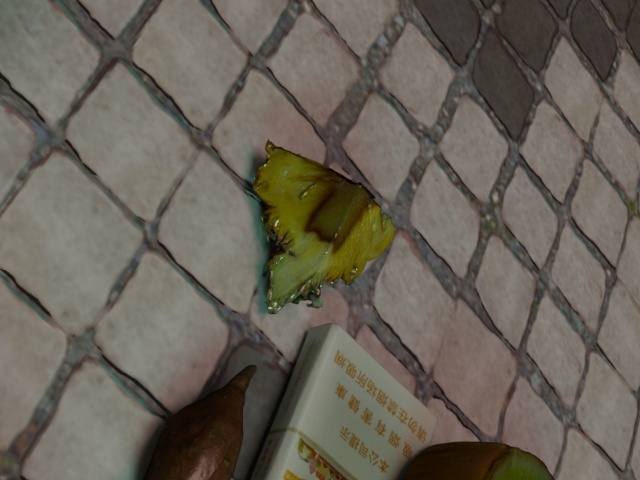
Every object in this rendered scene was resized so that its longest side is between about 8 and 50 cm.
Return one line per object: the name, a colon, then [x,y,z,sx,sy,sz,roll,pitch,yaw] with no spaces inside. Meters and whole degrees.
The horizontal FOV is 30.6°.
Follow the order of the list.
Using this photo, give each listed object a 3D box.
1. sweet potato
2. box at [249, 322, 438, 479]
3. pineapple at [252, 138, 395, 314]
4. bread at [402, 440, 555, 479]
sweet potato: [-0.064,0.115,0.674,0.049,0.049,0.117,51,48,-23]
box: [0.003,0.174,0.735,0.122,0.032,0.220,45,50,-28]
pineapple: [0.000,0.000,0.763,0.114,0.077,0.114,33,69,-30]
bread: [0.111,0.252,0.771,0.236,0.070,0.236,18,68,-54]
